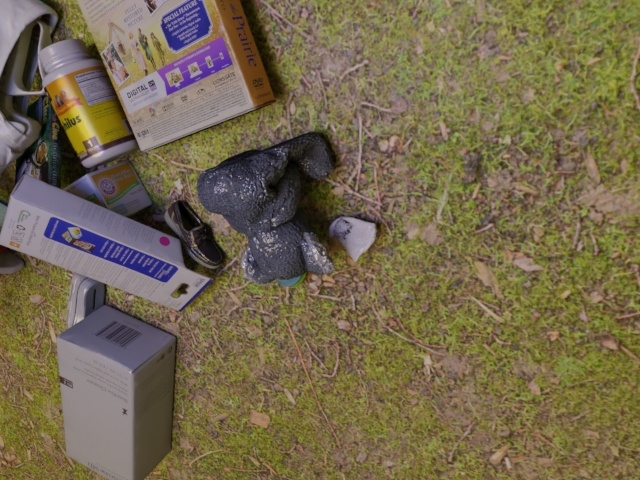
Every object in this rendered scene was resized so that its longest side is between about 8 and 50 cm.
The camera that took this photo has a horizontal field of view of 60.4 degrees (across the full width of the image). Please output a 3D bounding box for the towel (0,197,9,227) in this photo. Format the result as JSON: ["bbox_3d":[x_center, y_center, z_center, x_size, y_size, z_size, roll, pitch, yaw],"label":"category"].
[{"bbox_3d":[-0.779,-0.011,1.014,0.325,0.248,0.038,-42,48,7],"label":"towel"}]

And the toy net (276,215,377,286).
[{"bbox_3d":[0.000,0.000,0.951,0.232,0.045,0.122,-18,73,30],"label":"toy net"}]

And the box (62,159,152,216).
[{"bbox_3d":[-0.462,-0.069,1.113,0.203,0.114,0.103,-20,102,32],"label":"box"}]

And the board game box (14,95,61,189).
[{"bbox_3d":[-0.566,-0.160,1.100,0.136,0.030,0.260,-19,70,35],"label":"board game box"}]

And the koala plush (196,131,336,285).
[{"bbox_3d":[-0.078,-0.031,0.876,0.196,0.203,0.221,-9,108,31],"label":"koala plush"}]

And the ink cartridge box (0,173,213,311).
[{"bbox_3d":[-0.398,0.019,1.042,0.371,0.069,0.175,27,139,-21],"label":"ink cartridge box"}]

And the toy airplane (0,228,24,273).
[{"bbox_3d":[-0.875,0.096,1.250,0.272,0.384,0.386,41,170,31],"label":"toy airplane"}]

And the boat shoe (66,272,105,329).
[{"bbox_3d":[-0.560,0.176,1.305,0.075,0.083,0.226,28,111,28],"label":"boat shoe"}]

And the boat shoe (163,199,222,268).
[{"bbox_3d":[-0.242,-0.012,1.059,0.152,0.056,0.049,47,129,2],"label":"boat shoe"}]

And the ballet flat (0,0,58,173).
[{"bbox_3d":[-0.585,-0.269,1.035,0.139,0.139,0.400,21,102,18],"label":"ballet flat"}]

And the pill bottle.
[{"bbox_3d":[-0.427,-0.251,1.012,0.117,0.117,0.215,-16,103,32],"label":"pill bottle"}]

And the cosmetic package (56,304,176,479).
[{"bbox_3d":[-0.473,0.372,1.289,0.217,0.156,0.385,18,118,17],"label":"cosmetic package"}]

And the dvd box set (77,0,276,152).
[{"bbox_3d":[-0.267,-0.378,0.885,0.307,0.062,0.420,-10,107,39],"label":"dvd box set"}]
